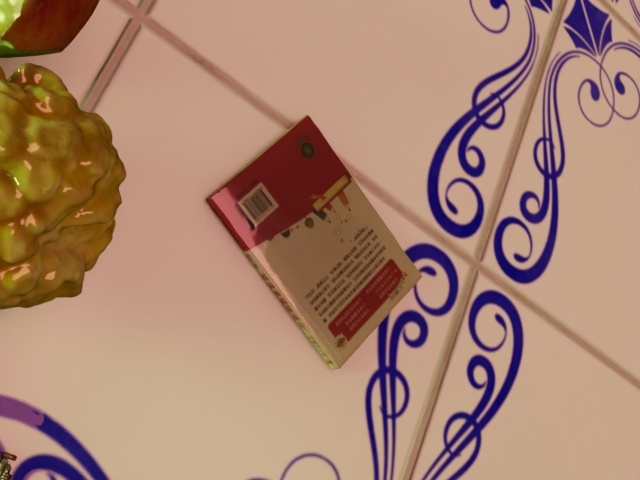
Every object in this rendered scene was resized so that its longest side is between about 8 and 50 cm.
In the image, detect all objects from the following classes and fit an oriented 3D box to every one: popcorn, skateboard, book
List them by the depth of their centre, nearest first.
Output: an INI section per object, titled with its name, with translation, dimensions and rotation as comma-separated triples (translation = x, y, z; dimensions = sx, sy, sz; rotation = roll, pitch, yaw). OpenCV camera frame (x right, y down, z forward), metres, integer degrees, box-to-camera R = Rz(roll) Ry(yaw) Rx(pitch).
[popcorn]
translation = -0.264, -0.054, 0.710
dimensions = 0.216, 0.181, 0.235
rotation = 31, 17, 14
[skateboard]
translation = -0.289, 0.174, 0.735
dimensions = 0.083, 0.064, 0.032
rotation = 28, 74, -15
[book]
translation = 0.000, 0.000, 0.985
dimensions = 0.162, 0.022, 0.232
rotation = -44, 106, -30

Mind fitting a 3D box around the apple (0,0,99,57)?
[apple]
translation = -0.286, -0.235, 0.704
dimensions = 0.246, 0.226, 0.246
rotation = 19, 54, -29
